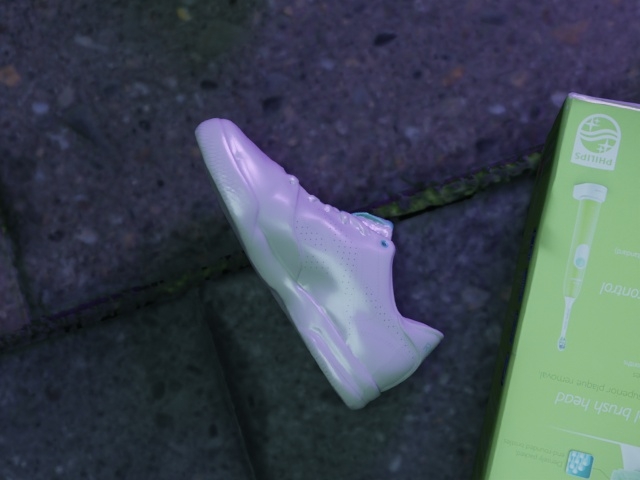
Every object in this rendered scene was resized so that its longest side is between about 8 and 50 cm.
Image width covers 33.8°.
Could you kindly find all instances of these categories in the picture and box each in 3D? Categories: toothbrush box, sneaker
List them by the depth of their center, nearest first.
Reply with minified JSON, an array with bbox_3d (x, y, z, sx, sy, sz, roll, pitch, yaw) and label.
[{"bbox_3d":[0.158,0.079,0.589,0.122,0.206,0.283,14,90,9],"label":"toothbrush box"},{"bbox_3d":[0.000,0.000,0.693,0.094,0.080,0.212,-33,90,-4],"label":"sneaker"}]
